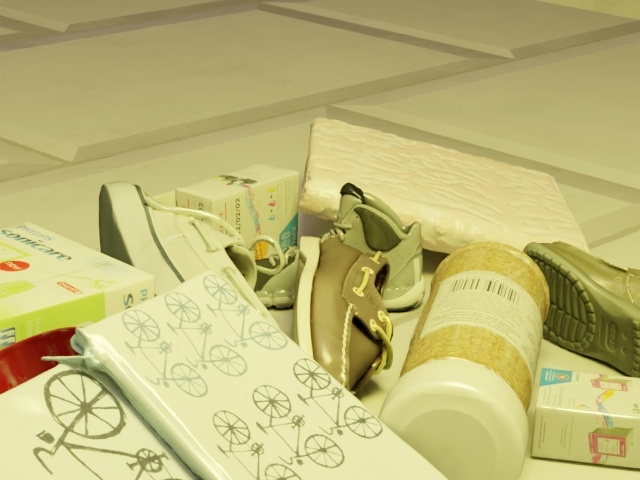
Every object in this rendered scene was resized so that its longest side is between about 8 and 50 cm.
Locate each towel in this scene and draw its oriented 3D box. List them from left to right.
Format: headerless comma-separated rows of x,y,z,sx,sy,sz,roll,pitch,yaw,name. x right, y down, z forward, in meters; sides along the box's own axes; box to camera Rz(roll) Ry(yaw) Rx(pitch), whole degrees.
0.139,-0.052,1.849,0.331,0.053,0.317,13,18,-4,towel

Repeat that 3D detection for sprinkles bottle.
0.134,0.110,1.375,0.121,0.121,0.355,6,20,10,sprinkles bottle

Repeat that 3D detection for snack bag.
-0.070,0.173,1.091,0.323,0.037,0.342,42,35,17,snack bag

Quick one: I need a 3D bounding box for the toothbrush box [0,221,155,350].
-0.319,0.089,1.394,0.283,0.122,0.206,-14,24,-41,toothbrush box

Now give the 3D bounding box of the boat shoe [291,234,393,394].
0.021,0.080,1.464,0.096,0.117,0.324,5,18,-1,boat shoe

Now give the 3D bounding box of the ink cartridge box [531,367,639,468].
0.250,0.156,1.361,0.122,0.052,0.088,7,20,9,ink cartridge box

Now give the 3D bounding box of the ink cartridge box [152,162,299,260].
-0.104,-0.014,1.726,0.061,0.104,0.181,17,25,37,ink cartridge box

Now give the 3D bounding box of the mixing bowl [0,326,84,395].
-0.233,0.155,1.205,0.181,0.098,0.181,-24,18,9,mixing bowl

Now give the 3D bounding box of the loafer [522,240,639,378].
0.298,0.071,1.547,0.087,0.094,0.251,-18,37,-32,loafer

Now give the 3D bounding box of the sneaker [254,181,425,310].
0.000,0.000,1.654,0.228,0.132,0.086,2,20,-2,sneaker

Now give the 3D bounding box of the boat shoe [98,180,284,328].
-0.115,0.036,1.541,0.156,0.136,0.367,-6,24,-20,boat shoe
